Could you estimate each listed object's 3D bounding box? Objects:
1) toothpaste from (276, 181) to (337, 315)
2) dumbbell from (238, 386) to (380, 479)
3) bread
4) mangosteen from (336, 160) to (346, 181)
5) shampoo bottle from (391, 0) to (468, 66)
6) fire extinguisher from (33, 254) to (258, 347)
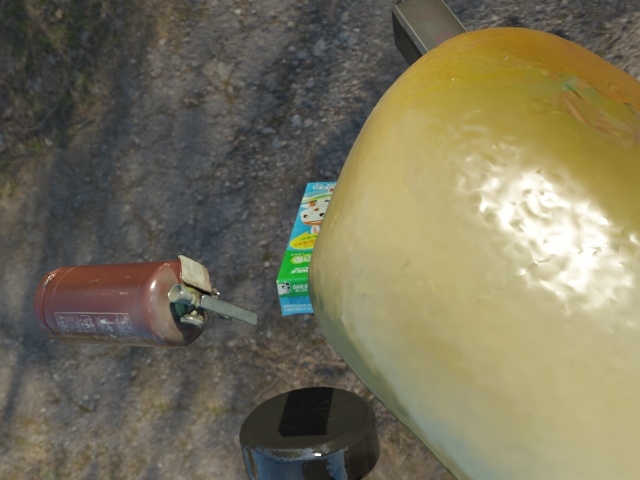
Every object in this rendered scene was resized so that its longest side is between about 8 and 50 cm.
[{"bbox_3d":[0.000,0.000,0.955,0.065,0.266,0.050,-3,118,9],"label":"toothpaste"},{"bbox_3d":[0.001,0.405,1.142,0.204,0.204,0.322,1,108,31],"label":"dumbbell"},{"bbox_3d":[0.187,0.024,0.549,0.376,0.348,0.253,45,147,25],"label":"bread"},{"bbox_3d":[0.169,-0.079,1.376,0.275,0.302,0.274,4,108,14],"label":"mangosteen"},{"bbox_3d":[0.174,-0.283,1.122,0.079,0.080,0.246,76,172,-52],"label":"shampoo bottle"},{"bbox_3d":[-0.196,0.070,0.831,0.269,0.105,0.104,-5,104,39],"label":"fire extinguisher"}]
